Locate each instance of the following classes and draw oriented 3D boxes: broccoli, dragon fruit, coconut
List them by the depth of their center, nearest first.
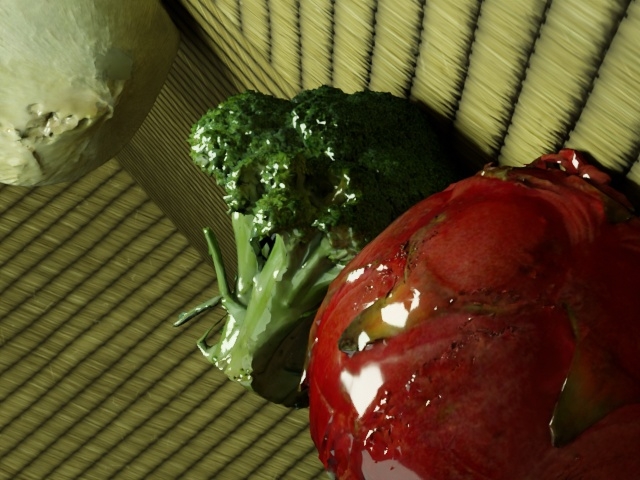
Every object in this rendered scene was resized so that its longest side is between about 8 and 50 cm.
[{"bbox_3d":[0.138,0.094,1.136,0.295,0.302,0.295,44,-168,-12],"label":"dragon fruit"},{"bbox_3d":[0.000,0.000,1.379,0.304,0.283,0.321,34,-178,37],"label":"broccoli"},{"bbox_3d":[-0.349,-0.244,1.907,0.360,0.346,0.346,31,160,46],"label":"coconut"}]
